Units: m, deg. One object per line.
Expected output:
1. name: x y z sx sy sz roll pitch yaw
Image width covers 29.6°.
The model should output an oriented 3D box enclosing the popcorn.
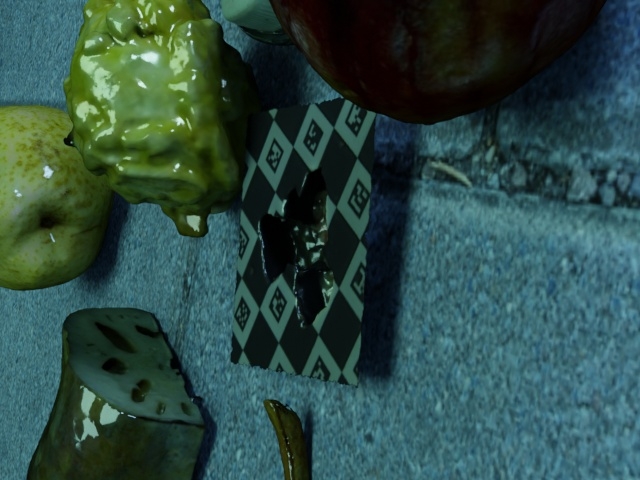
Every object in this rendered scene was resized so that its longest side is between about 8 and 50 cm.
1. popcorn: -0.155 -0.128 1.185 0.233 0.192 0.266 -104 -1 -63

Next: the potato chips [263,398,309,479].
1. potato chips: -0.029 0.239 1.038 0.026 0.037 0.204 160 110 -71

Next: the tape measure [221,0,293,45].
1. tape measure: -0.020 -0.269 1.088 0.235 0.115 0.207 -172 91 -71

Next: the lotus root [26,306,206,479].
1. lotus root: -0.252 0.241 1.349 0.267 0.149 0.260 51 127 59

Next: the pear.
1. pear: -0.394 -0.055 1.631 0.271 0.271 0.271 -27 59 58

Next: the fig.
1. fig: 0.070 -0.179 0.770 0.263 0.224 0.224 152 122 -65

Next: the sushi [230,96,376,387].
1. sushi: 0.000 0.000 1.035 0.219 0.047 0.231 1 86 59
